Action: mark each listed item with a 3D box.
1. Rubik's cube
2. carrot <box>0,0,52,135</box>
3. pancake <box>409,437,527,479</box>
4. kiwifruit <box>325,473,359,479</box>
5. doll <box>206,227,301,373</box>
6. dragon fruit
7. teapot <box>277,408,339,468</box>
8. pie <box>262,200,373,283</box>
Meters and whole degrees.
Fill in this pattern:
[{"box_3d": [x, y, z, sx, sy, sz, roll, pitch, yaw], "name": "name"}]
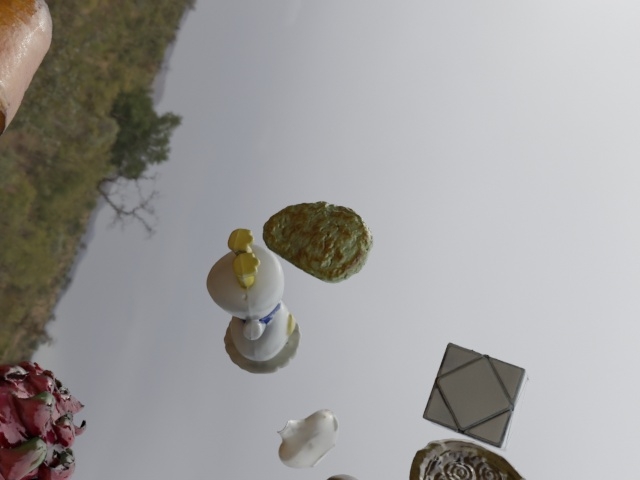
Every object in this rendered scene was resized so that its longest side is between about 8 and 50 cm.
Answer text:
[{"box_3d": [0.398, 0.400, 1.760, 0.207, 0.205, 0.205, -67, 156, -10], "name": "Rubik's cube"}, {"box_3d": [-0.446, -0.269, 0.961, 0.159, 0.159, 0.225, -39, -158, 55], "name": "carrot"}, {"box_3d": [0.238, 0.396, 1.083, 0.235, 0.212, 0.029, -90, -164, -61], "name": "pancake"}, {"box_3d": [0.075, 0.831, 2.122, 0.196, 0.196, 0.234, -54, -140, 34], "name": "kiwifruit"}, {"box_3d": [-0.089, 0.096, 0.973, 0.293, 0.119, 0.138, 88, -5, -54], "name": "doll"}, {"box_3d": [-0.399, 0.238, 0.823, 0.198, 0.218, 0.273, -55, -177, -9], "name": "dragon fruit"}, {"box_3d": [-0.019, 0.413, 1.442, 0.145, 0.092, 0.226, -41, 162, 1], "name": "teapot"}, {"box_3d": [0.000, 0.000, 1.552, 0.201, 0.248, 0.090, -43, 149, -27], "name": "pie"}]
